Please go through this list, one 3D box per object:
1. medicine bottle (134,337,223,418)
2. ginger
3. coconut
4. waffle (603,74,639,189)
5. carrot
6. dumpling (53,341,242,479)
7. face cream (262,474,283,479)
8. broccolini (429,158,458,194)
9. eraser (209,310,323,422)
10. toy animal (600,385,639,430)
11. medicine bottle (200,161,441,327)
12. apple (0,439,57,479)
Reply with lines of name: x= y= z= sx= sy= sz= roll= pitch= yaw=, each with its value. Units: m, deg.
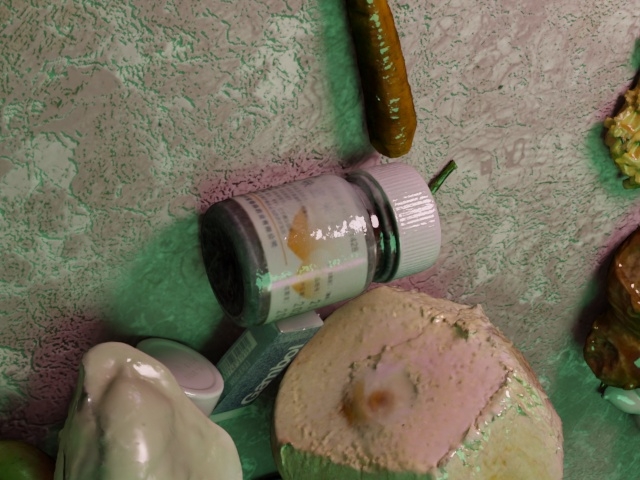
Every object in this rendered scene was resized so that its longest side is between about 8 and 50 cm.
medicine bottle: x=-0.256 y=0.301 z=1.792 sx=0.130 sy=0.130 sz=0.341 roll=12 pitch=116 yaw=-38
ginger: x=0.572 y=0.079 z=2.147 sx=0.274 sy=0.152 sz=0.358 roll=-8 pitch=128 yaw=-28
coconut: x=0.144 y=0.290 z=1.866 sx=0.404 sy=0.404 sz=0.405 roll=-17 pitch=130 yaw=-22
waffle: x=0.531 y=-0.211 z=1.969 sx=0.281 sy=0.058 sz=0.301 roll=-14 pitch=128 yaw=-27
carrot: x=0.070 y=-0.237 z=1.650 sx=0.066 sy=0.066 sz=0.314 roll=-26 pitch=130 yaw=-14
dumpling: x=-0.199 y=0.286 z=1.617 sx=0.242 sy=0.187 sz=0.318 roll=4 pitch=90 yaw=-21
face cream: x=-0.039 y=0.511 z=2.026 sx=0.249 sy=0.225 sz=0.249 roll=-20 pitch=133 yaw=-23
broccolini: x=0.144 y=-0.053 z=1.861 sx=0.140 sy=0.030 sz=0.035 roll=-49 pitch=143 yaw=2
eraser: x=-0.092 y=0.165 z=1.803 sx=0.092 sy=0.046 sz=0.212 roll=-7 pitch=145 yaw=-51
toy animal: x=0.584 y=0.286 z=2.371 sx=0.103 sy=0.131 sz=0.221 roll=-26 pitch=114 yaw=31
medicine bottle: x=0.000 y=0.000 z=1.707 sx=0.273 sy=0.165 sz=0.165 roll=-16 pitch=130 yaw=-22
apple: x=-0.394 y=0.347 z=1.700 sx=0.207 sy=0.174 sz=0.188 roll=0 pitch=154 yaw=15
